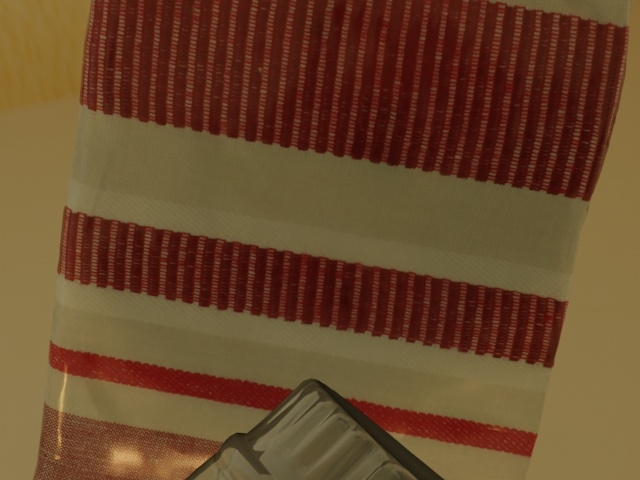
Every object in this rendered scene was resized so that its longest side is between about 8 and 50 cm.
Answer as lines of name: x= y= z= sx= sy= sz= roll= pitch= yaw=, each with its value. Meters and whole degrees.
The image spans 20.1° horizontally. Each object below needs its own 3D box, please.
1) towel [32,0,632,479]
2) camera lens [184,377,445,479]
towel: x=0.000 y=0.000 z=0.834 sx=0.237 sy=0.329 sz=0.037 roll=10 pitch=-158 yaw=-1
camera lens: x=-0.018 y=0.213 z=0.613 sx=0.274 sy=0.219 sz=0.219 roll=-49 pitch=-123 yaw=-2
